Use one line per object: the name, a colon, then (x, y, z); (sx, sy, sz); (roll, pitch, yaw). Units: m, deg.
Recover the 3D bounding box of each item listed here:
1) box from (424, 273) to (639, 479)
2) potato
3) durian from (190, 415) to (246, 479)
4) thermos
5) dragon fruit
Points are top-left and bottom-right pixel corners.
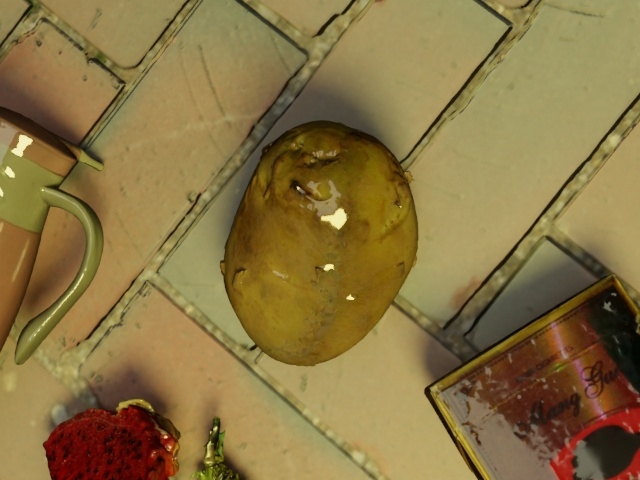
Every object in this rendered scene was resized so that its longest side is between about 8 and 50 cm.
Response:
box: (0.199, 0.162, 0.687); (0.159, 0.071, 0.240); (-31, 80, -1)
potato: (0.000, 0.000, 0.730); (0.137, 0.137, 0.176); (31, 114, 13)
durian: (-0.082, 0.245, 0.752); (0.100, 0.086, 0.215); (21, 91, 27)
thermos: (-0.277, 0.028, 0.778); (0.176, 0.146, 0.265); (32, 90, 4)
dragon fruit: (-0.134, 0.183, 0.749); (0.106, 0.083, 0.162); (-48, 37, 13)
